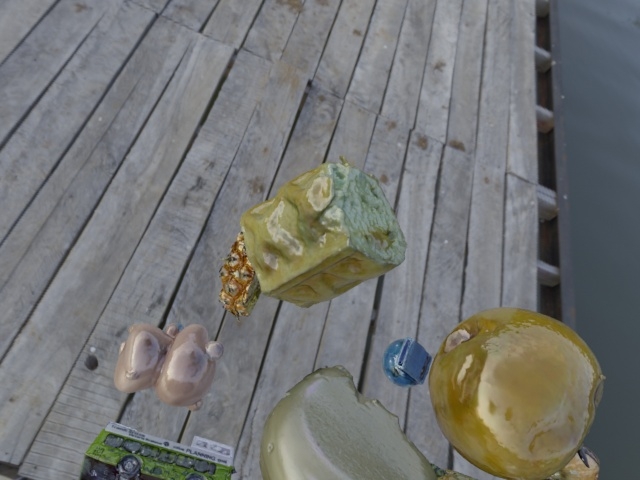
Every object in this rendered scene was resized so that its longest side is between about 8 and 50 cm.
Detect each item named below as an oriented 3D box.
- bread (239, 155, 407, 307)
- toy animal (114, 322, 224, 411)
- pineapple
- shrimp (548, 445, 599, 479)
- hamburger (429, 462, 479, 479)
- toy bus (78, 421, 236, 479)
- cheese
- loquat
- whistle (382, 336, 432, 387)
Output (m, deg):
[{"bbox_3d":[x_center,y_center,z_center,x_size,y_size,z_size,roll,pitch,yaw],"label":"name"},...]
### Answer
[{"bbox_3d":[-0.003,-0.006,0.834,0.238,0.252,0.196,29,49,-45],"label":"bread"},{"bbox_3d":[-0.387,0.303,1.179,0.229,0.210,0.221,40,21,33],"label":"toy animal"},{"bbox_3d":[-0.149,0.052,0.981,0.080,0.135,0.233,16,80,18],"label":"pineapple"},{"bbox_3d":[0.394,0.435,0.823,0.144,0.251,0.052,2,26,6],"label":"shrimp"},{"bbox_3d":[0.212,0.466,0.738,0.183,0.206,0.130,18,21,20],"label":"hamburger"},{"bbox_3d":[-0.338,0.486,1.003,0.302,0.113,0.139,20,23,-7],"label":"toy bus"},{"bbox_3d":[0.033,0.245,0.506,0.202,0.091,0.175,39,33,21],"label":"cheese"},{"bbox_3d":[0.241,0.189,0.592,0.213,0.213,0.213,8,63,-16],"label":"loquat"},{"bbox_3d":[0.140,0.204,0.802,0.158,0.090,0.090,46,45,-48],"label":"whistle"}]
